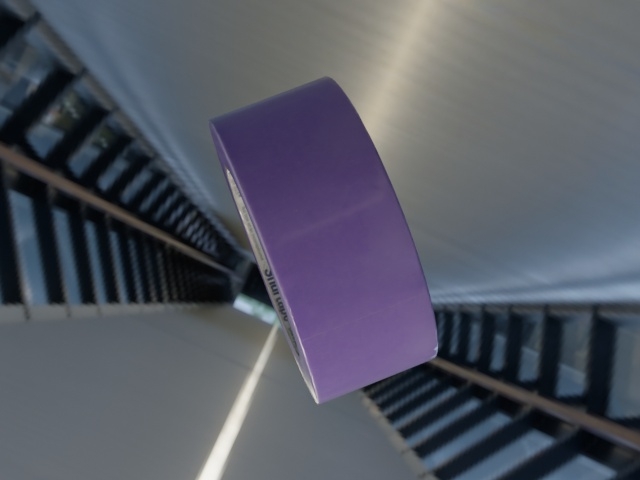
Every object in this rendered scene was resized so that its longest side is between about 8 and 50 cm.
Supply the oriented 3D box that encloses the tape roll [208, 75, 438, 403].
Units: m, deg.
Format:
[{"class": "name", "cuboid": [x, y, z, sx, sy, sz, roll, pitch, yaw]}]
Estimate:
[{"class": "tape roll", "cuboid": [0.000, 0.000, 0.700, 0.080, 0.189, 0.189, -20, 180, -6]}]
